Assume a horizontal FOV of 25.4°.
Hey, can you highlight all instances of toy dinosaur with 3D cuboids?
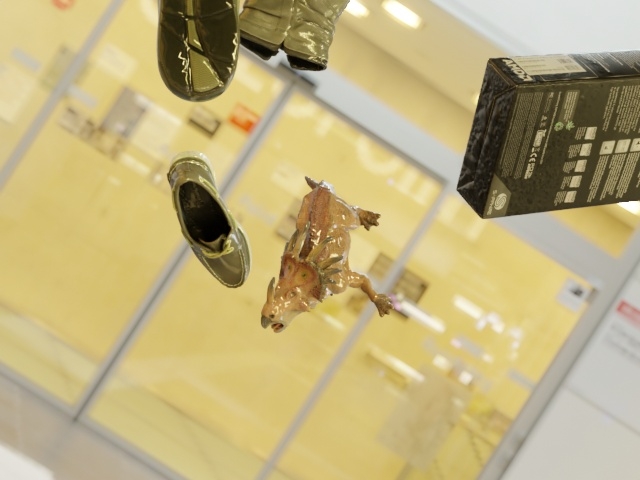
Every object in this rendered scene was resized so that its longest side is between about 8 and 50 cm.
[{"bbox_3d":[0.000,0.000,2.032,0.127,0.295,0.200,-17,-32,24],"label":"toy dinosaur"}]

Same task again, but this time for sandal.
[{"bbox_3d":[-0.139,-0.304,1.667,0.120,0.302,0.086,10,-11,-3],"label":"sandal"}]

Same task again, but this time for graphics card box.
[{"bbox_3d":[0.399,-0.163,2.119,0.371,0.232,0.094,-8,38,-25],"label":"graphics card box"}]

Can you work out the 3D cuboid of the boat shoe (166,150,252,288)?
[{"bbox_3d":[-0.208,-0.021,2.669,0.091,0.109,0.305,-95,167,-56],"label":"boat shoe"}]

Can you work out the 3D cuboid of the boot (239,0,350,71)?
[{"bbox_3d":[-0.077,-0.318,1.743,0.247,0.161,0.083,26,-10,-2],"label":"boot"}]
